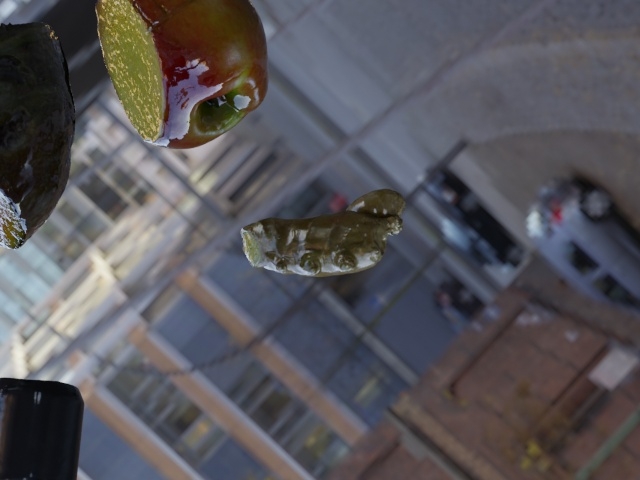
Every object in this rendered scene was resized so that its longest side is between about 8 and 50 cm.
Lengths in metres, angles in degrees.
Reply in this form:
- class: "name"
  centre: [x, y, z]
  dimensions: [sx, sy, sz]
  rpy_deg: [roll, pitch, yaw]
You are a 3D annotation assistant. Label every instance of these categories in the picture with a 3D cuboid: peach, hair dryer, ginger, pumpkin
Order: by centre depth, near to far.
- class: "pumpkin"
  centre: [-0.295, -0.102, 1.663]
  dimensions: [0.148, 0.169, 0.312]
  rpy_deg: [48, 159, 3]
- class: "hair dryer"
  centre: [-0.399, 0.235, 1.664]
  dimensions: [0.352, 0.189, 0.107]
  rpy_deg: [-3, 164, 30]
- class: "ginger"
  centre: [0.007, 0.007, 1.930]
  dimensions: [0.081, 0.205, 0.115]
  rpy_deg: [54, -160, -60]
- class: "peach"
  centre: [-0.200, -0.277, 2.285]
  dimensions: [0.274, 0.248, 0.245]
  rpy_deg: [53, -145, 14]
